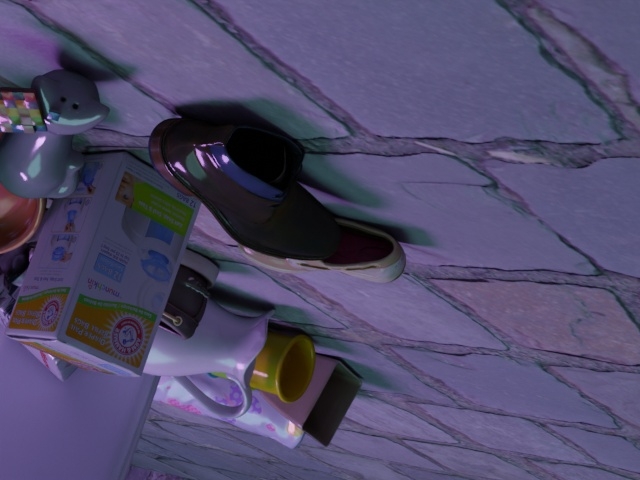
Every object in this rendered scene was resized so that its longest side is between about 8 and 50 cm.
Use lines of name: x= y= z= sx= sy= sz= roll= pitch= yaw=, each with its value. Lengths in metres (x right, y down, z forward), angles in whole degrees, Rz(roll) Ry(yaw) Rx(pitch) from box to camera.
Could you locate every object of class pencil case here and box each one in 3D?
pencil case: x=-0.135 y=0.220 z=2.276 sx=0.273 sy=0.114 sz=0.124 roll=18 pitch=166 yaw=1

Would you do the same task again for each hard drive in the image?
hard drive: x=-0.347 y=0.210 z=2.035 sx=0.233 sy=0.353 sz=0.047 roll=16 pitch=164 yaw=8

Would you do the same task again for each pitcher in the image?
pitcher: x=-0.177 y=0.142 z=1.975 sx=0.207 sy=0.178 sz=0.125 roll=14 pitch=-151 yaw=2

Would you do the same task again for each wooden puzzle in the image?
wooden puzzle: x=-0.262 y=-0.110 z=1.292 sx=0.083 sy=0.006 sz=0.049 roll=3 pitch=139 yaw=8

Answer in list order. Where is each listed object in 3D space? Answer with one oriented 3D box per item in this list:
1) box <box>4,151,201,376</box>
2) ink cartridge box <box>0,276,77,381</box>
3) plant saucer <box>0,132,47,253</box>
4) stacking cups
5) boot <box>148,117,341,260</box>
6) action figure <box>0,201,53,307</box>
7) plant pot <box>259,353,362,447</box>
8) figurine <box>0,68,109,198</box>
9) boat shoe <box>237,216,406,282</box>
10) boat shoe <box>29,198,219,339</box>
box: x=-0.220 y=0.026 z=1.551 sx=0.114 sy=0.203 sz=0.103 roll=31 pitch=160 yaw=-38
ink cartridge box: x=-0.380 y=0.072 z=1.959 sx=0.208 sy=0.087 sz=0.153 roll=43 pitch=165 yaw=6
plant saucer: x=-0.369 y=-0.072 z=1.551 sx=0.199 sy=0.037 sz=0.200 roll=9 pitch=130 yaw=10
stacking cups: x=-0.160 y=0.142 z=2.110 sx=0.316 sy=0.096 sz=0.096 roll=13 pitch=164 yaw=32
boot: x=-0.044 y=-0.040 z=1.362 sx=0.219 sy=0.082 sz=0.106 roll=31 pitch=163 yaw=-31
action figure: x=-0.401 y=-0.023 z=1.665 sx=0.285 sy=0.185 sz=0.099 roll=34 pitch=155 yaw=3
plant pot: x=-0.020 y=0.214 z=2.165 sx=0.096 sy=0.109 sz=0.109 roll=25 pitch=169 yaw=28
figurine: x=-0.298 y=-0.125 z=1.363 sx=0.214 sy=0.092 sz=0.209 roll=21 pitch=160 yaw=-13
boat shoe: x=0.000 y=0.000 z=1.496 sx=0.170 sy=0.063 sz=0.059 roll=6 pitch=160 yaw=7
boat shoe: x=-0.288 y=0.024 z=1.816 sx=0.324 sy=0.097 sz=0.116 roll=20 pitch=164 yaw=-6
